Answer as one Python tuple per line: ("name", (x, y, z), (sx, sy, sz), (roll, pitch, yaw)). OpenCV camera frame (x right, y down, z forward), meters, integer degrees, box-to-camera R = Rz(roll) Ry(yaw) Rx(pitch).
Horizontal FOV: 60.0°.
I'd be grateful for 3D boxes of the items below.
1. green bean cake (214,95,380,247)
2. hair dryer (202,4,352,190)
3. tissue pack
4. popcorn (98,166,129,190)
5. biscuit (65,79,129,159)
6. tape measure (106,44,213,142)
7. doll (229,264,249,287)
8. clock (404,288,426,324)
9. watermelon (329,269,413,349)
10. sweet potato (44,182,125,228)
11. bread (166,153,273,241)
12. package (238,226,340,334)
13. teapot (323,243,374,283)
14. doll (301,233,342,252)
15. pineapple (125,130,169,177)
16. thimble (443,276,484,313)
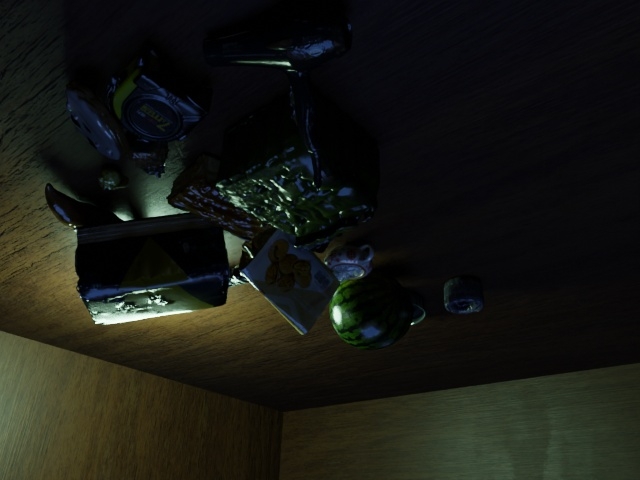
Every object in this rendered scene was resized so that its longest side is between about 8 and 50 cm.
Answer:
("green bean cake", (-0.055, -0.153, 1.324), (0.335, 0.218, 0.319), (-25, 140, 37))
("hair dryer", (-0.069, -0.261, 1.089), (0.303, 0.120, 0.360), (-3, 111, 20))
("tissue pack", (-0.492, 0.078, 1.648), (0.416, 0.253, 0.264), (-6, 152, -15))
("popcorn", (-0.561, -0.164, 1.504), (0.083, 0.060, 0.068), (13, 151, -35))
("biscuit", (-0.506, -0.255, 1.241), (0.181, 0.049, 0.208), (52, 154, -11))
("tape measure", (-0.353, -0.303, 1.187), (0.186, 0.112, 0.199), (-29, 133, 33))
("doll", (-0.311, 0.133, 2.013), (0.219, 0.067, 0.091), (-14, 151, 38))
("clock", (0.265, 0.275, 2.225), (0.312, 0.062, 0.313), (2, 151, 1))
("watermelon", (0.174, 0.241, 1.944), (0.284, 0.285, 0.285), (2, 151, 1))
("sweet potato", (-0.684, -0.060, 1.667), (0.106, 0.095, 0.354), (-41, 138, 16))
("bread", (-0.255, -0.110, 1.525), (0.274, 0.114, 0.184), (27, 142, -34))
("package", (-0.121, 0.117, 1.784), (0.311, 0.221, 0.165), (47, 155, -25))
("teapot", (0.098, 0.070, 1.822), (0.159, 0.116, 0.245), (27, 148, -14))
("doll", (0.000, 0.000, 1.659), (0.095, 0.070, 0.195), (-19, -176, 30))
("pineapple", (-0.425, -0.211, 1.377), (0.108, 0.108, 0.198), (6, 164, -7))
("thimble", (0.526, 0.202, 2.036), (0.150, 0.098, 0.150), (3, 151, 2))
